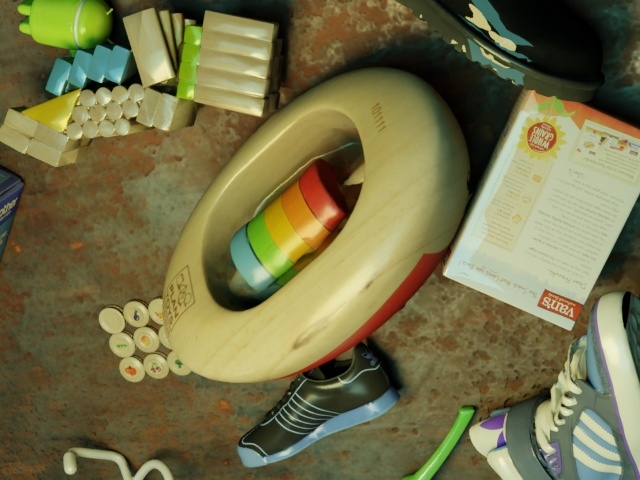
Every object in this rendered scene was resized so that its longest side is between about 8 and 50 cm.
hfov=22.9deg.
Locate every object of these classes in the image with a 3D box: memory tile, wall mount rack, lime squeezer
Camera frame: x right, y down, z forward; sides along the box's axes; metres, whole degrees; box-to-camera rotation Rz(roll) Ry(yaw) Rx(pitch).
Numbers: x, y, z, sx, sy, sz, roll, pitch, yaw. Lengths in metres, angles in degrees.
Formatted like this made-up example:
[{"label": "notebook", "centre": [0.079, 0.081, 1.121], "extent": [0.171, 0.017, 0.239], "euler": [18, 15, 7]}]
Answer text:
[{"label": "memory tile", "centre": [-0.207, 0.126, 2.026], "extent": [0.148, 0.012, 0.113], "euler": [-9, 109, 24]}, {"label": "wall mount rack", "centre": [-0.301, 0.453, 2.057], "extent": [0.130, 0.304, 0.350], "euler": [11, 126, -33]}, {"label": "lime squeezer", "centre": [0.148, 0.350, 1.986], "extent": [0.110, 0.059, 0.310], "euler": [-10, 110, -9]}]

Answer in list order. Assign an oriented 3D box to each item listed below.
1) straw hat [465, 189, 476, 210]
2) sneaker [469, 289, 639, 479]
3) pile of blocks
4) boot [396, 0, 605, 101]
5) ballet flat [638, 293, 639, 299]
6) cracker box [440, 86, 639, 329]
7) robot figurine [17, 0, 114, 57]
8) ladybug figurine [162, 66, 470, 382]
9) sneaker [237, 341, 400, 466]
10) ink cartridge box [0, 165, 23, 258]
[{"label": "straw hat", "centre": [0.216, -0.008, 1.783], "extent": [0.144, 0.061, 0.144], "euler": [0, 104, 0]}, {"label": "sneaker", "centre": [0.270, 0.198, 1.796], "extent": [0.236, 0.130, 0.323], "euler": [-5, 129, 23]}, {"label": "pile of blocks", "centre": [-0.200, -0.187, 1.838], "extent": [0.362, 0.112, 0.149], "euler": [-13, 94, 17]}, {"label": "boot", "centre": [0.197, -0.326, 1.612], "extent": [0.348, 0.131, 0.260], "euler": [36, 120, 2]}, {"label": "ballet flat", "centre": [0.430, 0.141, 1.782], "extent": [0.073, 0.080, 0.232], "euler": [-12, 108, 53]}, {"label": "cracker box", "centre": [0.248, -0.040, 1.710], "extent": [0.155, 0.067, 0.232], "euler": [24, 101, -4]}, {"label": "robot figurine", "centre": [-0.295, -0.259, 1.855], "extent": [0.115, 0.067, 0.101], "euler": [11, 122, 15]}, {"label": "ladybug figurine", "centre": [0.000, 0.000, 1.769], "extent": [0.449, 0.305, 0.162], "euler": [-38, 137, 28]}, {"label": "sneaker", "centre": [-0.017, 0.201, 1.958], "extent": [0.232, 0.081, 0.090], "euler": [-27, 99, 20]}, {"label": "ink cartridge box", "centre": [-0.555, -0.005, 2.018], "extent": [0.270, 0.151, 0.395], "euler": [27, 117, 7]}]
